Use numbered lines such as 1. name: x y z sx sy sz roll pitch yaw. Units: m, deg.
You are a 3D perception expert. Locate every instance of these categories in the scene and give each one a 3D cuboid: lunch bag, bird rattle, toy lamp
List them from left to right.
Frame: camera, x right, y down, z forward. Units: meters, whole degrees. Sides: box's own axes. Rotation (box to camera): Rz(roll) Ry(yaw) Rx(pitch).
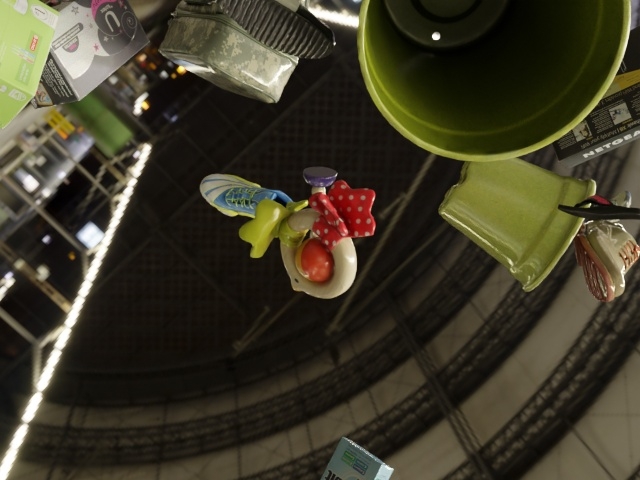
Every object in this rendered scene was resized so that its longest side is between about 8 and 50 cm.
1. lunch bag: -0.163 -0.441 1.759 0.256 0.212 0.305 -63 -149 1
2. toy lamp: -0.009 -0.018 1.861 0.080 0.080 0.274 -90 -176 -67
3. bird rattle: 0.000 0.000 1.538 0.253 0.207 0.143 -3 -161 36

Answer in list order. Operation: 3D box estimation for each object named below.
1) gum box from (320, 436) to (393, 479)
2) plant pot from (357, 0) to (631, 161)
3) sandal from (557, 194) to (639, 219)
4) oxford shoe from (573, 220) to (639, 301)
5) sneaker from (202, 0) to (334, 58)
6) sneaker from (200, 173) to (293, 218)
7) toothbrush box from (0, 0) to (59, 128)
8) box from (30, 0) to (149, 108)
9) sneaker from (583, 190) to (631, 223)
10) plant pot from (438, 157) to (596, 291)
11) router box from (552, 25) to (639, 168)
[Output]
1. gum box: 0.059 0.541 1.897 0.157 0.041 0.184 21 -98 56
2. plant pot: 0.223 -0.357 1.320 0.366 0.366 0.353 -39 -157 16
3. sandal: 0.521 -0.062 1.600 0.179 0.067 0.040 4 -97 46
4. oxford shoe: 0.617 0.025 1.864 0.130 0.123 0.348 -11 -160 12
5. sneaker: -0.102 -0.409 1.331 0.146 0.330 0.122 -63 -167 -22
6. sneaker: -0.145 -0.096 1.895 0.126 0.240 0.091 115 -3 -70
7. toothbrush box: -0.602 -0.351 1.444 0.122 0.283 0.206 -30 -135 38
8. box: -0.487 -0.398 1.739 0.142 0.163 0.247 -3 -144 34
9. sneaker: 0.669 -0.066 2.051 0.135 0.058 0.052 -52 -158 22
10. plant pot: 0.404 -0.071 1.885 0.276 0.254 0.276 -60 177 -4
11. router box: 0.704 -0.353 2.175 0.309 0.081 0.243 -24 -112 25
